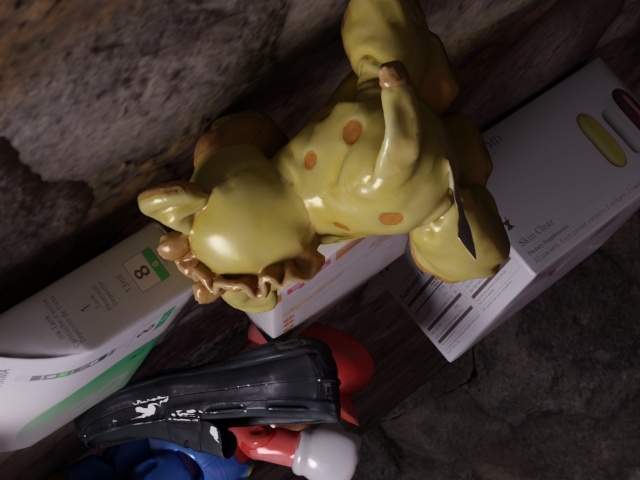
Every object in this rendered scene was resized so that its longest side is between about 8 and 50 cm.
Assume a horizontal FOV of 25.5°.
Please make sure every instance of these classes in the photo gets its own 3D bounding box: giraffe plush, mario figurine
[{"bbox_3d":[-0.002,-0.029,0.796,0.170,0.181,0.210,-20,-156,15],"label":"giraffe plush"},{"bbox_3d":[-0.079,0.199,1.298,0.320,0.198,0.170,-32,154,-19],"label":"mario figurine"}]

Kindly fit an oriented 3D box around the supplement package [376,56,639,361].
[{"bbox_3d":[0.211,-0.033,1.455,0.262,0.145,0.204,-34,167,-33],"label":"supplement package"}]

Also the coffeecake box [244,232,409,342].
[{"bbox_3d":[0.000,0.000,1.093,0.142,0.068,0.185,-37,168,-11],"label":"coffeecake box"}]

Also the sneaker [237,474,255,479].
[{"bbox_3d":[-0.233,0.360,1.642,0.366,0.135,0.150,-26,125,-21],"label":"sneaker"}]

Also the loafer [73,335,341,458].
[{"bbox_3d":[-0.091,0.138,1.135,0.223,0.078,0.076,-15,164,11],"label":"loafer"}]

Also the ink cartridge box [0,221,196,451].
[{"bbox_3d":[-0.191,0.093,0.837,0.225,0.056,0.181,-36,173,-33],"label":"ink cartridge box"}]
